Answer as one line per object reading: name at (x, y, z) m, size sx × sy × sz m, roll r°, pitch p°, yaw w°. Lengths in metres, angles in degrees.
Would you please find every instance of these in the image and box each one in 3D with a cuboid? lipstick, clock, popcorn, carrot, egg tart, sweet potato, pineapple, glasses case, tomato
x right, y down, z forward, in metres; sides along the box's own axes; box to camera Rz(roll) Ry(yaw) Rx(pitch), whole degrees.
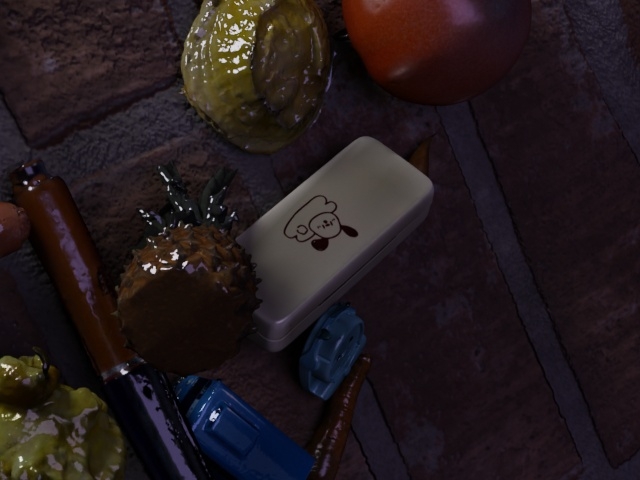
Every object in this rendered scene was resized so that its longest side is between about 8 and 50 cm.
lipstick at (-0.242, 0.103, 1.652) m, size 0.077 × 0.077 × 0.418 m, roll -26°, pitch 89°, yaw -32°
clock at (0.015, 0.129, 1.831) m, size 0.045 × 0.147 × 0.108 m, roll 27°, pitch 65°, yaw 17°
popcorn at (-0.301, 0.212, 1.600) m, size 0.168 × 0.173 × 0.195 m, roll -14°, pitch 89°, yaw -21°
carrot at (0.023, 0.230, 1.883) m, size 0.047 × 0.047 × 0.191 m, roll 33°, pitch 65°, yaw -27°
egg tart at (-0.063, -0.230, 1.831) m, size 0.252 × 0.098 × 0.232 m, roll -38°, pitch 110°, yaw -34°
sweet potato at (0.116, -0.069, 1.960) m, size 0.056 × 0.056 × 0.195 m, roll 42°, pitch 62°, yaw -24°
pineapple at (-0.147, 0.024, 1.636) m, size 0.165 × 0.364 × 0.165 m, roll -1°, pitch 109°, yaw -4°
glasses case at (0.000, 0.000, 1.828) m, size 0.131 × 0.070 × 0.313 m, roll 38°, pitch 59°, yaw 21°
tomato at (0.152, -0.303, 1.905) m, size 0.256 × 0.224 × 0.256 m, roll 11°, pitch 71°, yaw -34°

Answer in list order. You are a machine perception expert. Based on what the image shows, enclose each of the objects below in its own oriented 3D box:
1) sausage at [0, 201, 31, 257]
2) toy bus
sausage at (-0.461, 0.032, 1.548) m, size 0.326 × 0.079 × 0.087 m, roll -29°, pitch 64°, yaw -29°
toy bus at (-0.105, 0.244, 1.756) m, size 0.184 × 0.106 × 0.090 m, roll 42°, pitch 68°, yaw -24°
